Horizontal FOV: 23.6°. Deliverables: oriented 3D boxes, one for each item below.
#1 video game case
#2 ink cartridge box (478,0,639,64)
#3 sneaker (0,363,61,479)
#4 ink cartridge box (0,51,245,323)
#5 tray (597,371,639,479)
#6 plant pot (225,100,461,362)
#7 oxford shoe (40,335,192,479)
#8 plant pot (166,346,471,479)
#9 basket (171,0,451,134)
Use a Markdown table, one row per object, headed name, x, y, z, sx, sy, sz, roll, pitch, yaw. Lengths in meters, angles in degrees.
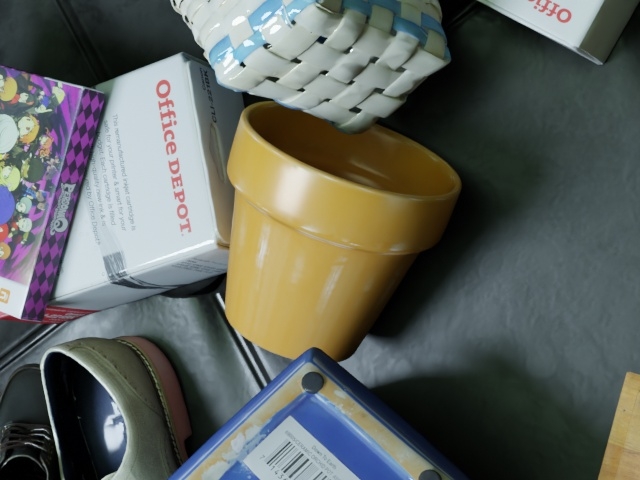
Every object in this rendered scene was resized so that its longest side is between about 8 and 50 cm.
| name | x | y | z | sx | sy | sz | roll | pitch | yaw |
| --- | --- | --- | --- | --- | --- | --- | --- | --- | --- |
| video game case | -0.330 | -0.059 | 1.501 | 0.210 | 0.042 | 0.232 | 17 | 93 | 29 |
| ink cartridge box | 0.227 | -0.279 | 1.347 | 0.148 | 0.086 | 0.203 | 33 | 100 | 26 |
| sneaker | -0.282 | 0.201 | 1.499 | 0.083 | 0.118 | 0.222 | 0 | 56 | -8 |
| ink cartridge box | -0.201 | -0.045 | 1.520 | 0.273 | 0.114 | 0.197 | -17 | 76 | 26 |
| tray | 0.406 | 0.248 | 1.165 | 0.411 | 0.076 | 0.202 | 13 | 86 | 34 |
| plant pot | 0.000 | 0.000 | 1.379 | 0.205 | 0.205 | 0.187 | 30 | 112 | 27 |
| oxford shoe | -0.173 | 0.275 | 1.448 | 0.140 | 0.146 | 0.397 | -33 | 70 | 20 |
| plant pot | 0.001 | 0.243 | 1.281 | 0.236 | 0.212 | 0.236 | -42 | 65 | -16 |
| basket | -0.023 | -0.255 | 1.346 | 0.201 | 0.255 | 0.288 | -33 | 54 | 36 |
